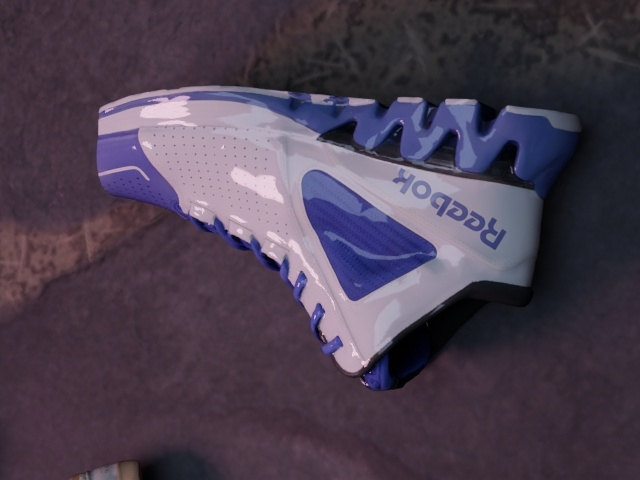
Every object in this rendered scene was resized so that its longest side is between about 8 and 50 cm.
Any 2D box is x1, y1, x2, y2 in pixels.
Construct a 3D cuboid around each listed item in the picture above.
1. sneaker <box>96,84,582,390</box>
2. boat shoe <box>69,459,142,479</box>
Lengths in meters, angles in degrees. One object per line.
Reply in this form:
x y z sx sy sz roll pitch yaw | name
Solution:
0.001 0.000 1.079 0.315 0.127 0.182 3 88 20 | sneaker
-0.115 0.229 1.156 0.059 0.063 0.170 -23 85 -5 | boat shoe
